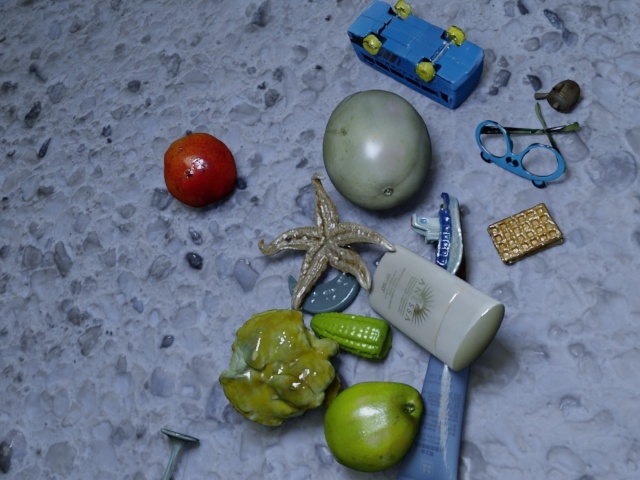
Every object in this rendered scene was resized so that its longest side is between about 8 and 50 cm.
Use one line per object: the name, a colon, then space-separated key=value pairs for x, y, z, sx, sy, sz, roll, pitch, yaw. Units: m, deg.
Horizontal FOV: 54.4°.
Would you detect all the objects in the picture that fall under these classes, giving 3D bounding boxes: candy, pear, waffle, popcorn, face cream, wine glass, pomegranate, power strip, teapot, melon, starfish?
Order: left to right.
wine glass: x=-0.300 y=0.614 z=1.410 sx=0.264 sy=0.096 sz=0.309 roll=8 pitch=70 yaw=23
pomegranate: x=-0.343 y=-0.200 z=1.747 sx=0.210 sy=0.210 sz=0.235 roll=-46 pitch=34 yaw=-4
popcorn: x=-0.084 y=0.280 z=1.410 sx=0.276 sy=0.225 sz=0.276 roll=5 pitch=110 yaw=15
power strip: x=0.003 y=0.124 z=1.553 sx=0.216 sy=0.044 sz=0.137 roll=-21 pitch=61 yaw=10
starfish: x=0.005 y=-0.001 z=1.525 sx=0.375 sy=0.094 sz=0.327 roll=-12 pitch=80 yaw=27
candy: x=0.066 y=0.214 z=1.461 sx=0.209 sy=0.097 sz=0.097 roll=11 pitch=71 yaw=30
pear: x=0.116 y=0.384 z=1.307 sx=0.219 sy=0.187 sz=0.187 roll=-25 pitch=60 yaw=20
melon: x=0.139 y=-0.230 z=1.540 sx=0.268 sy=0.268 sz=0.330 roll=-21 pitch=44 yaw=11
face cream: x=0.237 y=0.142 z=1.345 sx=0.348 sy=0.081 sz=0.173 roll=36 pitch=108 yaw=55
face cream: x=0.259 y=0.347 z=1.330 sx=0.135 sy=0.086 sz=0.385 roll=4 pitch=72 yaw=34
waffle: x=0.472 y=-0.014 z=1.438 sx=0.148 sy=0.042 sz=0.102 roll=-24 pitch=62 yaw=9
teapot: x=0.583 y=-0.368 z=1.546 sx=0.080 sy=0.085 sz=0.110 roll=-47 pitch=39 yaw=-9

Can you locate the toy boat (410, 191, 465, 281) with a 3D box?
toy boat: x=0.273 y=0.011 z=1.457 sx=0.115 sy=0.114 sz=0.262 roll=-4 pitch=73 yaw=6

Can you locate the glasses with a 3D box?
glasses: x=0.510 y=-0.261 z=1.505 sx=0.239 sy=0.102 sz=0.207 roll=31 pitch=80 yaw=30

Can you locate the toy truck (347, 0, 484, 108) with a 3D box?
toy truck: x=0.259 y=-0.508 z=1.683 sx=0.385 sy=0.162 sz=0.161 roll=36 pitch=82 yaw=29
